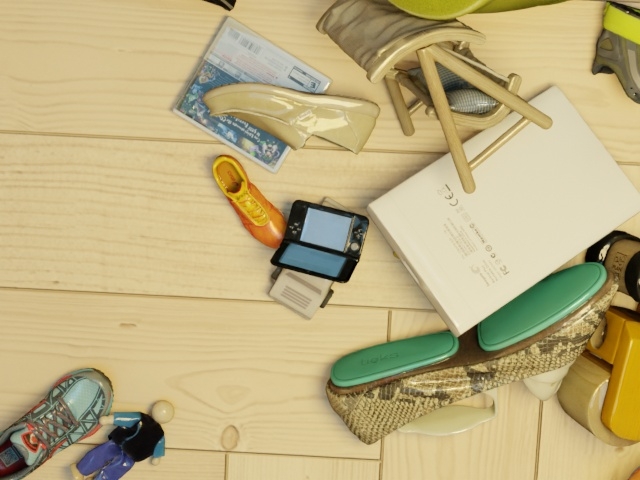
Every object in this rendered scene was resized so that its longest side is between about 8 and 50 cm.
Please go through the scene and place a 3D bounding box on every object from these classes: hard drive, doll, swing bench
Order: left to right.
[{"bbox_3d":[-0.310,0.323,1.876,0.189,0.046,0.129,-39,114,3],"label":"doll"},{"bbox_3d":[0.155,-0.241,1.660,0.165,0.253,0.254,-41,121,5],"label":"swing bench"},{"bbox_3d":[0.277,-0.048,1.749,0.353,0.047,0.233,-33,81,-13],"label":"hard drive"}]

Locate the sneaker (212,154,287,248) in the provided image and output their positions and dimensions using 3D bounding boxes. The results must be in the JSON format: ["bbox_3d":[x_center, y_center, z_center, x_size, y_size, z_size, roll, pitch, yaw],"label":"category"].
[{"bbox_3d":[-0.113,-0.055,1.817,0.064,0.067,0.175,-39,91,11],"label":"sneaker"}]

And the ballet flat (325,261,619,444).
[{"bbox_3d":[0.248,0.192,1.795,0.483,0.164,0.182,-24,112,16],"label":"ballet flat"}]

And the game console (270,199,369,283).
[{"bbox_3d":[0.000,0.000,1.751,0.122,0.071,0.107,15,90,9],"label":"game console"}]

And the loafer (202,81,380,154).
[{"bbox_3d":[-0.046,-0.182,1.767,0.269,0.102,0.092,6,91,-1],"label":"loafer"}]

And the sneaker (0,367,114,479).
[{"bbox_3d":[-0.431,0.307,1.840,0.262,0.125,0.104,-41,95,5],"label":"sneaker"}]

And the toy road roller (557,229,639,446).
[{"bbox_3d":[0.521,0.150,1.771,0.241,0.202,0.329,14,96,-12],"label":"toy road roller"}]

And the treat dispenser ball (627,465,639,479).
[{"bbox_3d":[0.568,0.455,1.755,0.288,0.288,0.288,0,97,1],"label":"treat dispenser ball"}]

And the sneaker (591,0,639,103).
[{"bbox_3d":[0.517,-0.243,1.714,0.111,0.300,0.121,-2,121,-35],"label":"sneaker"}]

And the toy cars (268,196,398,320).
[{"bbox_3d":[0.093,-0.001,1.813,0.394,0.087,0.176,-19,96,3],"label":"toy cars"}]

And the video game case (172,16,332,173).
[{"bbox_3d":[-0.106,-0.225,1.825,0.190,0.022,0.173,31,96,-3],"label":"video game case"}]

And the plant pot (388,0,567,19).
[{"bbox_3d":[0.224,-0.449,1.549,0.367,0.353,0.366,19,125,29],"label":"plant pot"}]

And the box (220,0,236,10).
[{"bbox_3d":[-0.234,-0.550,1.711,0.313,0.179,0.343,17,96,0],"label":"box"}]
